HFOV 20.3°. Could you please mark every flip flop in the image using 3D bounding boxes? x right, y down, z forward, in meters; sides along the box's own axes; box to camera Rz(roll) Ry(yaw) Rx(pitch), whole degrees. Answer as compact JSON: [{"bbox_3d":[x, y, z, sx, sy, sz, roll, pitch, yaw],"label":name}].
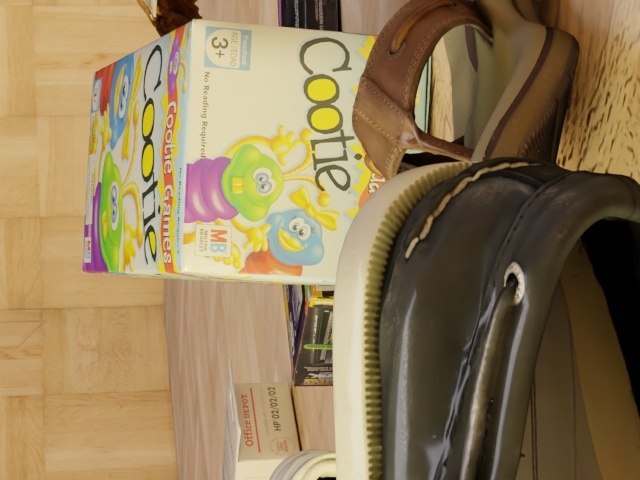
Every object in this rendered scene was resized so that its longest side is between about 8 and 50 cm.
[{"bbox_3d":[0.052,-0.061,0.726,0.277,0.080,0.112,-89,7,-58],"label":"flip flop"}]

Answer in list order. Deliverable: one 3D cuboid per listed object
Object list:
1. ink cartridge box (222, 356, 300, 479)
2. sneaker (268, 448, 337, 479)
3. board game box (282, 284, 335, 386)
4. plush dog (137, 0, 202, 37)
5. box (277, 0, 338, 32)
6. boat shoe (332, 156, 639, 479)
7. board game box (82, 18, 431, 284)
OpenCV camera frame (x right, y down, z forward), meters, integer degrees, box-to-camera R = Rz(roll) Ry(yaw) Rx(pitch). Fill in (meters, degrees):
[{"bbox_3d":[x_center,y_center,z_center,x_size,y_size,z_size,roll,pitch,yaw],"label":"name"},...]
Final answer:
[{"bbox_3d":[-0.056,0.204,1.656,0.104,0.061,0.181,-102,13,-50],"label":"ink cartridge box"},{"bbox_3d":[-0.003,0.279,1.157,0.169,0.108,0.292,119,150,-80],"label":"sneaker"},{"bbox_3d":[0.000,0.000,1.292,0.141,0.048,0.170,99,166,-60],"label":"board game box"},{"bbox_3d":[-0.051,-0.259,1.056,0.210,0.225,0.262,57,177,-20],"label":"plush dog"},{"bbox_3d":[-0.011,-0.167,1.400,0.162,0.029,0.116,135,134,-77],"label":"box"},{"bbox_3d":[0.082,0.140,0.527,0.113,0.127,0.340,-11,79,57],"label":"boat shoe"},{"bbox_3d":[-0.050,-0.045,1.108,0.275,0.142,0.144,176,97,-71],"label":"board game box"}]
